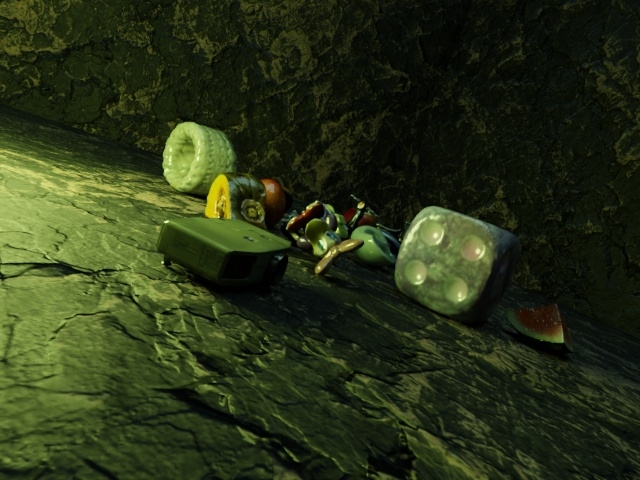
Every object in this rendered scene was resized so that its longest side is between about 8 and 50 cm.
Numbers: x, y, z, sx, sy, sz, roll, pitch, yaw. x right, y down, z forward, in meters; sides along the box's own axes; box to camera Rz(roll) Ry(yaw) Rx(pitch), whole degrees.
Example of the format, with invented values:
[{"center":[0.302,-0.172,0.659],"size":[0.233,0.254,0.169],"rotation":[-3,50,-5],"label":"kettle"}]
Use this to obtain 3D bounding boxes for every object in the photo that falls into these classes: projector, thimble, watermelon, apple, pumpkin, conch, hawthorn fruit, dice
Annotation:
[{"center":[-0.160,0.024,0.821],"size":[0.193,0.088,0.269],"rotation":[23,9,16],"label":"projector"},{"center":[-0.483,-0.310,1.684],"size":[0.291,0.292,0.195],"rotation":[26,11,40],"label":"thimble"},{"center":[0.610,0.252,1.190],"size":[0.145,0.137,0.192],"rotation":[-17,-13,31],"label":"watermelon"},{"center":[0.158,-0.055,1.872],"size":[0.180,0.169,0.181],"rotation":[18,14,-4],"label":"apple"},{"center":[-0.251,-0.068,1.259],"size":[0.139,0.190,0.281],"rotation":[15,52,-32],"label":"pumpkin"},{"center":[0.191,0.030,1.529],"size":[0.184,0.121,0.221],"rotation":[24,15,3],"label":"conch"},{"center":[-0.199,-0.130,1.477],"size":[0.172,0.173,0.173],"rotation":[19,8,-3],"label":"hawthorn fruit"},{"center":[0.395,0.067,1.233],"size":[0.270,0.272,0.270],"rotation":[25,9,33],"label":"dice"}]

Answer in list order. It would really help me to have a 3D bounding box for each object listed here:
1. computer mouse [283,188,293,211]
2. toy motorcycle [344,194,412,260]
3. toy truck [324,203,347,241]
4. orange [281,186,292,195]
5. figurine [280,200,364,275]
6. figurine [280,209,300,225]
[{"center":[-0.201,-0.149,1.615],"size":[0.241,0.147,0.078],"rotation":[-9,25,28],"label":"computer mouse"},{"center":[0.218,-0.037,1.710],"size":[0.358,0.213,0.125],"rotation":[21,9,7],"label":"toy motorcycle"},{"center":[0.033,-0.069,1.646],"size":[0.085,0.116,0.191],"rotation":[11,39,-51],"label":"toy truck"},{"center":[-0.218,-0.210,2.173],"size":[0.154,0.134,0.155],"rotation":[3,-9,1],"label":"orange"},{"center":[-0.003,-0.004,1.237],"size":[0.193,0.154,0.421],"rotation":[54,-4,-5],"label":"figurine"},{"center":[-0.116,-0.068,1.694],"size":[0.146,0.081,0.098],"rotation":[8,-30,-37],"label":"figurine"}]
